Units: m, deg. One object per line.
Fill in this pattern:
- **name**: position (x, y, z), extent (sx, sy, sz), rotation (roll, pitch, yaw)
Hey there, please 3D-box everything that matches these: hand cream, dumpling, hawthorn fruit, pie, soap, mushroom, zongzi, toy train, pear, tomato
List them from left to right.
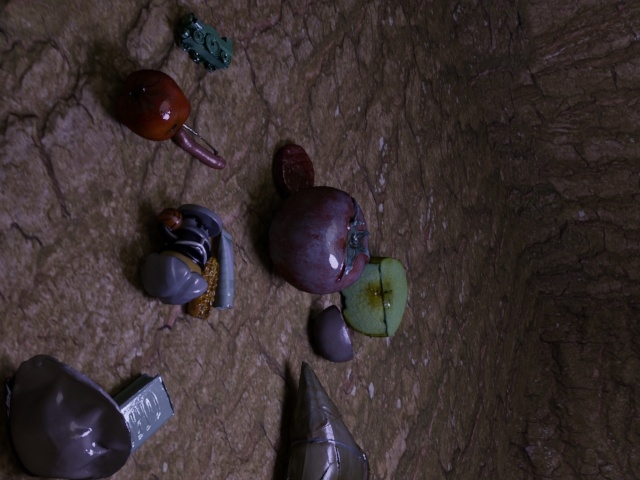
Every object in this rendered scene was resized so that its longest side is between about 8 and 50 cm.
- **dumpling**: position (-0.482, 0.354, 1.281), extent (0.163, 0.205, 0.292), rotation (-30, 120, -42)
- **soap**: position (-0.416, 0.389, 1.499), extent (0.198, 0.063, 0.114), rotation (-40, 120, -51)
- **hawthorn fruit**: position (-0.342, -0.290, 1.616), extent (0.285, 0.165, 0.165), rotation (23, 67, -51)
- **toy train**: position (-0.299, -0.517, 1.789), extent (0.178, 0.071, 0.104), rotation (30, 54, -53)
- **hand cream**: position (-0.251, 0.078, 1.804), extent (0.078, 0.050, 0.204), rotation (43, 46, -71)
- **pie**: position (-0.077, -0.206, 2.102), extent (0.182, 0.050, 0.182), rotation (15, 71, -54)
- **tomato**: position (0.000, 0.000, 1.979), extent (0.317, 0.283, 0.316), rotation (7, 82, -59)
- **mushroom**: position (0.034, 0.300, 2.149), extent (0.117, 0.141, 0.188), rotation (-18, 101, -21)
- **zongzi**: position (0.034, 0.582, 2.071), extent (0.356, 0.174, 0.392), rotation (30, 56, -56)
- **pear**: position (0.194, 0.173, 2.368), extent (0.292, 0.160, 0.292), rotation (3, 87, -58)

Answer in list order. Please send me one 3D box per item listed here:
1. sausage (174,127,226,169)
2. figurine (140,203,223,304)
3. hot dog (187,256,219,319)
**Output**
- **sausage**: position (-0.311, -0.230, 1.754), extent (0.186, 0.043, 0.043), rotation (35, 58, -50)
- **figurine**: position (-0.330, 0.032, 1.616), extent (0.176, 0.133, 0.236), rotation (41, 50, -36)
- **hot dog**: position (-0.293, 0.118, 1.735), extent (0.071, 0.045, 0.165), rotation (34, 59, -49)
